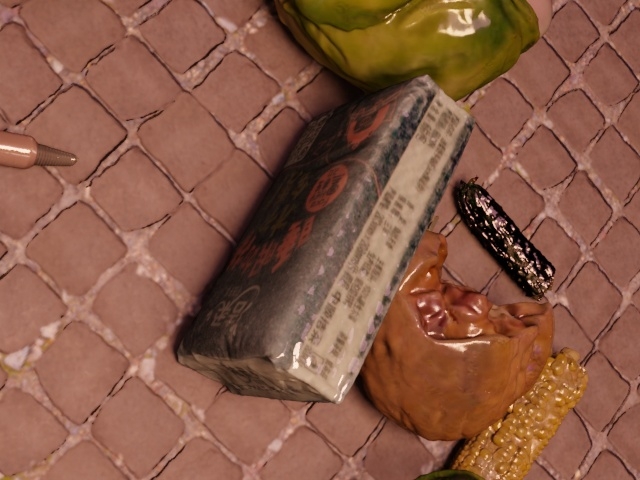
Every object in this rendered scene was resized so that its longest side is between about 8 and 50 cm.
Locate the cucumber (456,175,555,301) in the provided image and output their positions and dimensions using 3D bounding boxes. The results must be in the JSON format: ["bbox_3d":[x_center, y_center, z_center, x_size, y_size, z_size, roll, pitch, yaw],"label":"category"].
[{"bbox_3d":[0.221,0.000,1.132,0.053,0.053,0.181,-44,99,-23],"label":"cucumber"}]

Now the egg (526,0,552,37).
[{"bbox_3d":[0.219,-0.291,1.141,0.135,0.103,0.103,37,69,-18],"label":"egg"}]

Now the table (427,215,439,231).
[{"bbox_3d":[0.071,-0.012,1.056,0.083,0.062,0.079,33,71,-18],"label":"table"}]

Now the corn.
[{"bbox_3d":[0.209,0.233,1.074,0.086,0.086,0.288,44,70,-13],"label":"corn"}]

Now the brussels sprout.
[{"bbox_3d":[0.094,-0.278,1.012,0.294,0.227,0.259,12,77,6],"label":"brussels sprout"}]

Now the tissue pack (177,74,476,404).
[{"bbox_3d":[0.000,0.000,0.929,0.103,0.228,0.316,36,69,-21],"label":"tissue pack"}]

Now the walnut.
[{"bbox_3d":[0.128,0.120,0.985,0.238,0.141,0.204,31,105,-12],"label":"walnut"}]

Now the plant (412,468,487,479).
[{"bbox_3d":[0.231,0.337,0.968,0.251,0.180,0.333,-38,127,-33],"label":"plant"}]

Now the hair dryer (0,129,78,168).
[{"bbox_3d":[-0.350,-0.073,0.884,0.220,0.053,0.195,24,74,-27],"label":"hair dryer"}]
